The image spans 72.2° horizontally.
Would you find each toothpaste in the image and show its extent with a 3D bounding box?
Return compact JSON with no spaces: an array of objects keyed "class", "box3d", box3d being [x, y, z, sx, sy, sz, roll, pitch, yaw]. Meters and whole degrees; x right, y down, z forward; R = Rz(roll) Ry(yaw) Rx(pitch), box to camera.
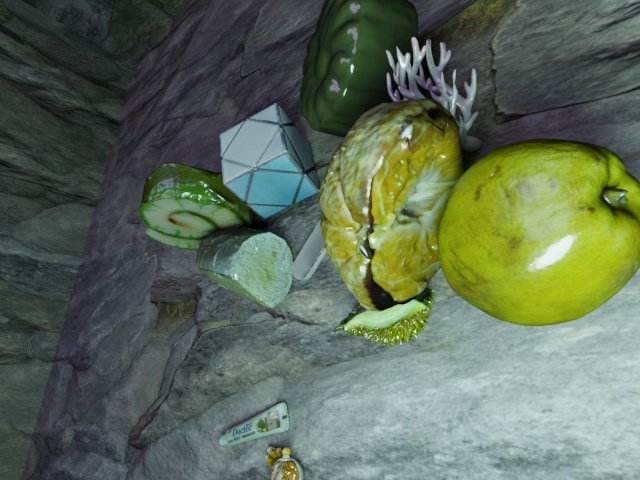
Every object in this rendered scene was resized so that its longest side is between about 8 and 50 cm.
[{"class":"toothpaste","box3d":[-0.173,0.479,1.116,0.255,0.037,0.067,-32,51,29]}]

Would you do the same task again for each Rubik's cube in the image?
[{"class":"Rubik's cube","box3d":[-0.145,-0.221,1.250,0.205,0.205,0.207,-23,53,17]}]

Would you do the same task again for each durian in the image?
[{"class":"durian","box3d":[0.140,0.161,0.885,0.221,0.137,0.095,-18,92,33]}]

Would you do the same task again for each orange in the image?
[{"class":"orange","box3d":[0.117,-0.068,0.768,0.210,0.271,0.368,34,137,45]}]

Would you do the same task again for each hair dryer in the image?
[{"class":"hair dryer","box3d":[0.188,-0.409,1.131,0.219,0.071,0.124,35,99,56]}]

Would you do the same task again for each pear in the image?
[{"class":"pear","box3d":[0.308,-0.006,0.645,0.321,0.269,0.269,120,155,-64]}]

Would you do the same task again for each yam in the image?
[{"class":"yam","box3d":[-0.218,0.058,1.253,0.271,0.202,0.201,-1,49,48]}]

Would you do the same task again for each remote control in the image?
[{"class":"remote control","box3d":[0.000,0.000,1.166,0.245,0.022,0.077,-57,44,9]}]

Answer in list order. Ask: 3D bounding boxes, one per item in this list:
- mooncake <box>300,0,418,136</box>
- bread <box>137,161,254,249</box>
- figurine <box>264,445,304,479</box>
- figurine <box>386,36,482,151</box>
[{"class":"mooncake","box3d":[0.077,-0.435,1.080,0.356,0.194,0.356,-168,90,-72]},{"class":"bread","box3d":[-0.392,-0.094,1.362,0.382,0.366,0.129,-16,61,28]},{"class":"figurine","box3d":[-0.087,0.519,0.985,0.143,0.068,0.101,-31,47,50]},{"class":"figurine","box3d":[0.181,-0.228,0.896,0.316,0.206,0.284,-29,94,27]}]
